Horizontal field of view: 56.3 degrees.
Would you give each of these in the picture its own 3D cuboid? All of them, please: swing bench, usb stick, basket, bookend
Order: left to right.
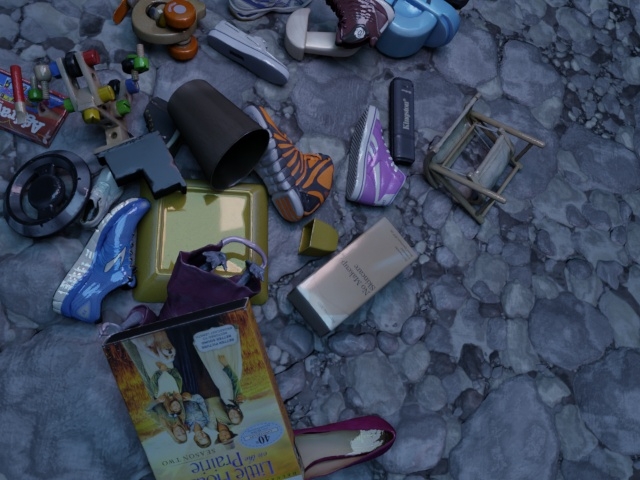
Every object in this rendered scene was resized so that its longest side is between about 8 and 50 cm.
[{"bbox_3d":[-0.423,-0.158,1.424,0.156,0.072,0.157,-27,85,-17],"label":"bookend"},{"bbox_3d":[-0.262,-0.272,1.469,0.227,0.204,0.154,49,32,17],"label":"basket"},{"bbox_3d":[0.240,-0.350,1.754,0.077,0.045,0.278,6,71,-11],"label":"usb stick"},{"bbox_3d":[0.452,-0.235,1.712,0.254,0.165,0.253,38,68,6],"label":"swing bench"}]

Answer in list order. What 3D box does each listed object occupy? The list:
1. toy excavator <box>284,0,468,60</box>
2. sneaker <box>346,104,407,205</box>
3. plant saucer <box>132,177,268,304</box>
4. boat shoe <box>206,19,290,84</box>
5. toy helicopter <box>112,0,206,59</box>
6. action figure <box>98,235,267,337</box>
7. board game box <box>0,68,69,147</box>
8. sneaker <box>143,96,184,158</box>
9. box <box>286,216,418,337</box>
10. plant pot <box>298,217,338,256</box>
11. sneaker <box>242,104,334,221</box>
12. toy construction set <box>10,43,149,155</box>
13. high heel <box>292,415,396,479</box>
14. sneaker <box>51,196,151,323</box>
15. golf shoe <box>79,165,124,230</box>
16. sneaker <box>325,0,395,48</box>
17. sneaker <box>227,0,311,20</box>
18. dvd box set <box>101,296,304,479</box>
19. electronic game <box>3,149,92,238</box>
[{"bbox_3d":[0.170,-0.648,1.760,0.433,0.222,0.445,31,77,-1],"label":"toy excavator"},{"bbox_3d":[0.167,-0.230,1.676,0.161,0.102,0.282,11,81,-14],"label":"sneaker"},{"bbox_3d":[-0.289,-0.012,1.495,0.333,0.081,0.333,3,73,-13],"label":"plant saucer"},{"bbox_3d":[-0.189,-0.535,1.678,0.258,0.095,0.084,31,72,-4],"label":"boat shoe"},{"bbox_3d":[-0.428,-0.681,1.669,0.235,0.140,0.355,12,59,-1],"label":"toy helicopter"},{"bbox_3d":[-0.316,0.154,1.354,0.248,0.276,0.370,37,112,-16],"label":"action figure"},{"bbox_3d":[-0.789,-0.350,1.505,0.281,0.027,0.145,22,70,-7],"label":"board game box"},{"bbox_3d":[-0.426,-0.270,1.549,0.118,0.083,0.222,24,59,-1],"label":"sneaker"},{"bbox_3d":[0.081,0.094,1.531,0.311,0.121,0.148,-39,86,-22],"label":"box"},{"bbox_3d":[0.000,0.000,1.566,0.083,0.081,0.081,18,69,-19],"label":"plant pot"},{"bbox_3d":[-0.081,-0.223,1.578,0.180,0.124,0.321,-35,109,-34],"label":"sneaker"},{"bbox_3d":[-0.564,-0.306,1.440,0.309,0.257,0.237,-7,85,-17],"label":"toy construction set"},{"bbox_3d":[-0.017,0.480,1.351,0.377,0.181,0.127,-18,78,-19],"label":"high heel"},{"bbox_3d":[-0.486,0.047,1.416,0.147,0.130,0.330,30,76,-12],"label":"sneaker"},{"bbox_3d":[-0.527,-0.107,1.441,0.069,0.086,0.176,20,85,-3],"label":"golf shoe"},{"bbox_3d":[0.051,-0.624,1.630,0.281,0.106,0.162,29,94,-1],"label":"sneaker"},{"bbox_3d":[-0.124,-0.735,1.740,0.296,0.131,0.112,-28,80,-22],"label":"sneaker"},{"bbox_3d":[-0.235,0.354,1.248,0.307,0.062,0.420,-15,105,3],"label":"dvd box set"},{"bbox_3d":[-0.647,-0.112,1.417,0.229,0.048,0.229,-5,67,11],"label":"electronic game"}]
